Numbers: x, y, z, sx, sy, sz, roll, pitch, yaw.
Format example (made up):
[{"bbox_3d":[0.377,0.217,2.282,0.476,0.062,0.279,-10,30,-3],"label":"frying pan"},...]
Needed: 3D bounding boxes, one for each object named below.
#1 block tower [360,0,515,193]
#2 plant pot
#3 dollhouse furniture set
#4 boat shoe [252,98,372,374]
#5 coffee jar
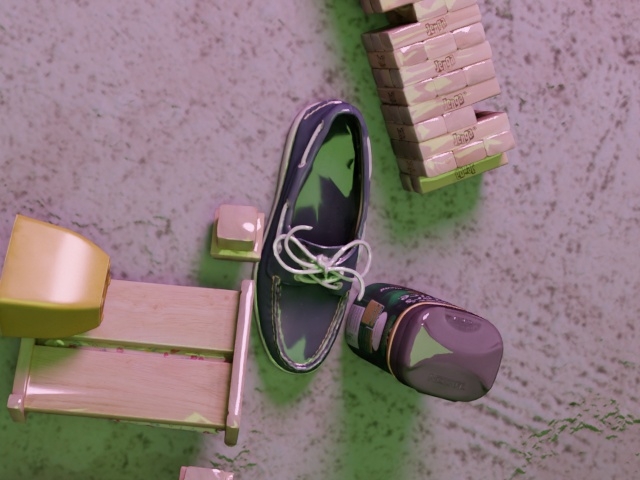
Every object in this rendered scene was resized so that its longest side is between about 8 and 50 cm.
[{"bbox_3d":[0.083,-0.215,1.381,0.097,0.091,0.335,-20,101,-12],"label":"block tower"},{"bbox_3d":[-0.219,0.037,1.280,0.083,0.081,0.081,10,65,-3],"label":"plant pot"},{"bbox_3d":[-0.219,0.144,1.367,0.303,0.174,0.355,7,65,0],"label":"dollhouse furniture set"},{"bbox_3d":[0.000,0.000,1.387,0.095,0.079,0.254,13,92,-15],"label":"boat shoe"},{"bbox_3d":[0.091,0.089,1.364,0.096,0.184,0.079,16,92,-16],"label":"coffee jar"}]
